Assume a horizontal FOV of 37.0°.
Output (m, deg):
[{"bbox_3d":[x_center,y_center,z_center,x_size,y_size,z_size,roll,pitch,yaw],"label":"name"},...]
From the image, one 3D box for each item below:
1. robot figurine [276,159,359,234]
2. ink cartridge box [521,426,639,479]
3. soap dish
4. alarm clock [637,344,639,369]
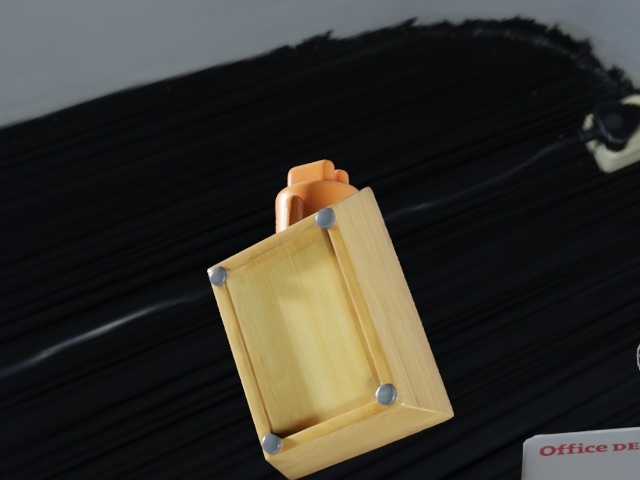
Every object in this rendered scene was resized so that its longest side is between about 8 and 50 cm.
[{"bbox_3d":[0.001,0.000,1.349,0.158,0.128,0.219,115,156,-69],"label":"robot figurine"},{"bbox_3d":[0.311,0.328,0.987,0.273,0.198,0.114,-67,-37,-55],"label":"ink cartridge box"},{"bbox_3d":[0.000,0.110,1.127,0.118,0.229,0.290,13,-125,-61],"label":"soap dish"},{"bbox_3d":[0.390,0.123,1.035,0.192,0.064,0.129,127,134,-74],"label":"alarm clock"}]
